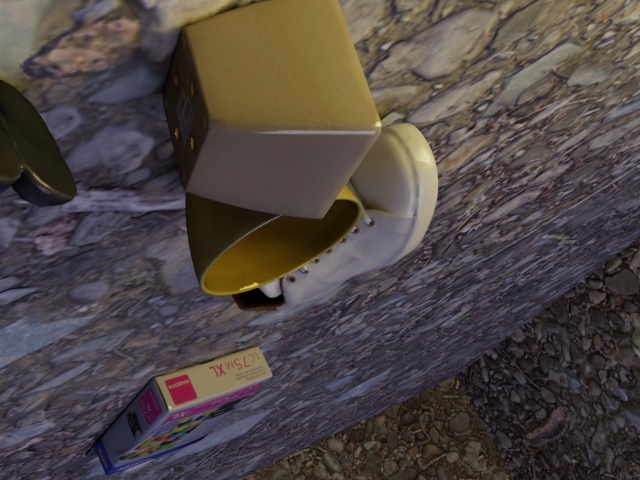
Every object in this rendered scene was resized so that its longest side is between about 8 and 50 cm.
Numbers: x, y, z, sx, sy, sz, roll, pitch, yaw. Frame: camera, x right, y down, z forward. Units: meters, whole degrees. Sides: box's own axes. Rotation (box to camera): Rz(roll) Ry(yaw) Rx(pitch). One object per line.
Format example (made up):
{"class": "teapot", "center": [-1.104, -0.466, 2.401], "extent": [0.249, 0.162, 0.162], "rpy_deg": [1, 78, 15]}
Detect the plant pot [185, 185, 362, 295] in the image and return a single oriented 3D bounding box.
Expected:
{"class": "plant pot", "center": [-0.049, -0.033, 0.649], "extent": [0.134, 0.095, 0.134], "rpy_deg": [-26, 162, -9]}

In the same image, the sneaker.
{"class": "sneaker", "center": [0.000, 0.000, 0.797], "extent": [0.123, 0.106, 0.290], "rpy_deg": [-19, 162, -35]}

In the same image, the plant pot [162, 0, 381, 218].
{"class": "plant pot", "center": [-0.039, -0.082, 0.529], "extent": [0.096, 0.109, 0.109], "rpy_deg": [-5, 154, -24]}

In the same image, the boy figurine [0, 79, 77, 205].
{"class": "boy figurine", "center": [-0.277, 0.014, 0.446], "extent": [0.285, 0.092, 0.177], "rpy_deg": [-34, 165, 8]}

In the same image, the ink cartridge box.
{"class": "ink cartridge box", "center": [-0.223, 0.272, 1.308], "extent": [0.185, 0.065, 0.311], "rpy_deg": [-12, 158, -41]}
